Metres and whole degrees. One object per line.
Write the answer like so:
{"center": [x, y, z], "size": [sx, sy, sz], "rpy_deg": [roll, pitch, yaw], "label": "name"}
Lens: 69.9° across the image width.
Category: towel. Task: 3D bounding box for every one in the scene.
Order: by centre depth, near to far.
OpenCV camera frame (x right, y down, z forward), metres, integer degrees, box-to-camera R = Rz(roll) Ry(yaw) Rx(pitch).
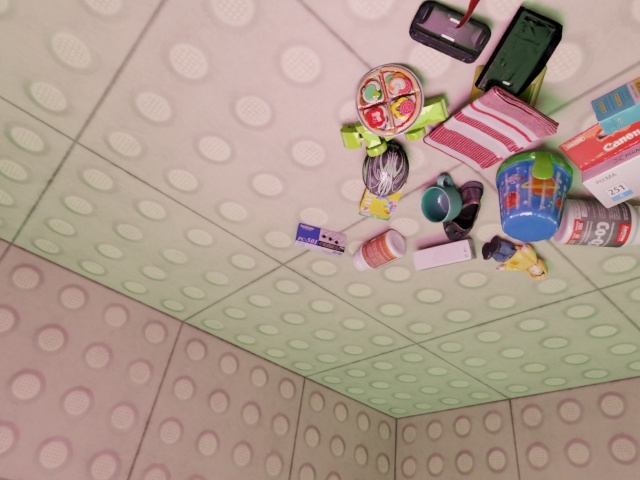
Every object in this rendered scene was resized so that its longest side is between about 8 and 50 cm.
{"center": [0.492, -0.317, 1.369], "size": [0.237, 0.037, 0.329], "rpy_deg": [23, 159, -16], "label": "towel"}

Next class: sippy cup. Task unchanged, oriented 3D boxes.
{"center": [0.679, -0.124, 1.476], "size": [0.306, 0.223, 0.240], "rpy_deg": [37, 146, -30], "label": "sippy cup"}

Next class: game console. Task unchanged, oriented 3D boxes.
{"center": [0.414, -0.517, 1.183], "size": [0.362, 0.043, 0.213], "rpy_deg": [22, 129, -5], "label": "game console"}

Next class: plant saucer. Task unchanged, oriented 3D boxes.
{"center": [0.530, -0.407, 1.317], "size": [0.189, 0.045, 0.188], "rpy_deg": [2, 142, 8], "label": "plant saucer"}

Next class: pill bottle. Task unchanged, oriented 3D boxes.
{"center": [0.974, -0.058, 1.583], "size": [0.284, 0.161, 0.161], "rpy_deg": [4, 142, 7], "label": "pill bottle"}
{"center": [0.241, 0.050, 1.910], "size": [0.121, 0.121, 0.216], "rpy_deg": [34, 136, -28], "label": "pill bottle"}

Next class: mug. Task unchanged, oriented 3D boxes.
{"center": [0.441, -0.140, 1.617], "size": [0.098, 0.129, 0.157], "rpy_deg": [-12, 148, -36], "label": "mug"}

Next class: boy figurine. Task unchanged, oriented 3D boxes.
{"center": [0.796, 0.082, 1.863], "size": [0.285, 0.092, 0.177], "rpy_deg": [24, 138, -14], "label": "boy figurine"}

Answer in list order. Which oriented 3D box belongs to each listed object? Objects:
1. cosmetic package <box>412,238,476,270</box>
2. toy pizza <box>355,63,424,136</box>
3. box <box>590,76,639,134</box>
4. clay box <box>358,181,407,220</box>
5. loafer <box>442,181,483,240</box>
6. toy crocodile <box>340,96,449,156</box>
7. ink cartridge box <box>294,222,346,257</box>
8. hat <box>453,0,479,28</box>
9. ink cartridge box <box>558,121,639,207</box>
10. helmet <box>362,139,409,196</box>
{"center": [0.504, 0.060, 1.864], "size": [0.231, 0.085, 0.117], "rpy_deg": [-14, 171, 28], "label": "cosmetic package"}
{"center": [0.193, -0.399, 1.313], "size": [0.202, 0.032, 0.201], "rpy_deg": [5, 104, 20], "label": "toy pizza"}
{"center": [0.872, -0.389, 1.224], "size": [0.244, 0.100, 0.060], "rpy_deg": [-28, 129, 38], "label": "box"}
{"center": [0.224, -0.165, 1.690], "size": [0.128, 0.053, 0.222], "rpy_deg": [12, 144, -4], "label": "clay box"}
{"center": [0.524, -0.084, 1.697], "size": [0.109, 0.095, 0.302], "rpy_deg": [6, 143, 2], "label": "loafer"}
{"center": [0.220, -0.357, 1.410], "size": [0.341, 0.105, 0.115], "rpy_deg": [-17, 124, 24], "label": "toy crocodile"}
{"center": [0.000, 0.000, 1.915], "size": [0.207, 0.097, 0.046], "rpy_deg": [14, 142, -7], "label": "ink cartridge box"}
{"center": [0.412, -0.581, 1.001], "size": [0.173, 0.183, 0.208], "rpy_deg": [14, 143, -6], "label": "hat"}
{"center": [0.924, -0.256, 1.364], "size": [0.261, 0.066, 0.296], "rpy_deg": [38, 138, -16], "label": "ink cartridge box"}
{"center": [0.215, -0.232, 1.514], "size": [0.170, 0.161, 0.169], "rpy_deg": [6, 143, 5], "label": "helmet"}
